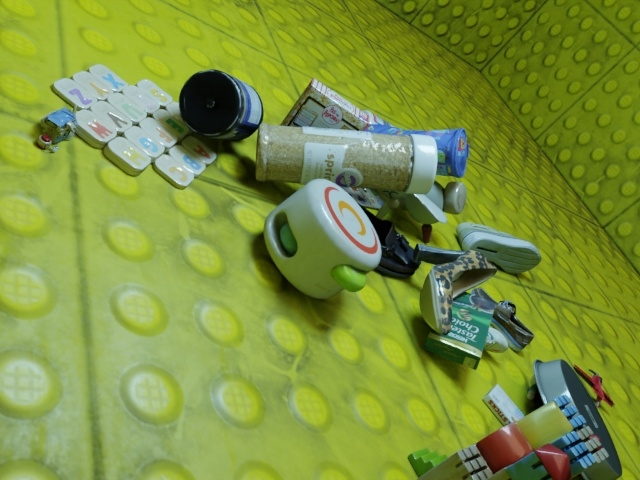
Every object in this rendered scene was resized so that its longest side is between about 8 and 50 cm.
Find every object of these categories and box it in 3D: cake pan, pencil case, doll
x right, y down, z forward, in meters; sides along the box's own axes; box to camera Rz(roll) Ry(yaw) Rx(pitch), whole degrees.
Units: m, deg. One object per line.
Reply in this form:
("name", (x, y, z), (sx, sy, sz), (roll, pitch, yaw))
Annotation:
("cake pan", (0.543, 0.376, 1.330), (0.293, 0.054, 0.293), (46, 26, -30))
("pencil case", (0.213, -0.226, 1.560), (0.306, 0.119, 0.133), (10, 25, 28))
("doll", (0.487, 0.367, 1.359), (0.129, 0.046, 0.189), (40, 29, -29))

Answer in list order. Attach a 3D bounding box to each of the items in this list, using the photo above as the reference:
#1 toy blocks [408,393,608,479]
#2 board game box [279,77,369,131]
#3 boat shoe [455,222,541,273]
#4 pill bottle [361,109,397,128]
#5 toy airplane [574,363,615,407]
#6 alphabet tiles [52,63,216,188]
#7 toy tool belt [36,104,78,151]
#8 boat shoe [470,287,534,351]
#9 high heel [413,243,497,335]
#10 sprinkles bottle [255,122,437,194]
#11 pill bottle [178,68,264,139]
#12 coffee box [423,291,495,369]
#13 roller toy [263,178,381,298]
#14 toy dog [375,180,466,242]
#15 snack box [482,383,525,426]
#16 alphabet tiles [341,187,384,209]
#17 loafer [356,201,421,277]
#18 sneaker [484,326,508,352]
("toy blocks", (0.289, 0.333, 0.931), (0.381, 0.261, 0.190), (5, 46, -49))
("board game box", (-0.010, -0.228, 1.365), (0.147, 0.193, 0.045), (32, 33, -16))
("boat shoe", (0.511, 0.012, 1.804), (0.302, 0.109, 0.094), (18, 36, -34))
("pill bottle", (0.167, -0.271, 1.744), (0.180, 0.108, 0.108), (24, 34, -31))
("toy airplane", (0.721, 0.383, 1.651), (0.151, 0.028, 0.151), (32, 31, -22))
("alphabet tiles", (-0.323, -0.213, 1.141), (0.278, 0.021, 0.284), (39, 28, -8))
("toy tool belt", (-0.398, -0.176, 0.963), (0.052, 0.051, 0.083), (36, 30, -14))
("boat shoe", (0.442, 0.178, 1.534), (0.183, 0.066, 0.066), (50, 29, 11))
("high heel", (0.295, 0.104, 1.289), (0.186, 0.093, 0.261), (11, 37, -9))
("sprinkles bottle", (0.049, -0.164, 1.278), (0.356, 0.121, 0.121), (4, 38, -5))
("pill bottle", (-0.181, -0.257, 1.237), (0.123, 0.123, 0.219), (44, 10, 2))
("coffee box", (0.288, 0.174, 1.297), (0.113, 0.040, 0.184), (22, 38, 13))
("roller toy", (0.000, 0.000, 1.132), (0.191, 0.146, 0.209), (49, 23, -11))
("toy dog", (0.220, -0.078, 1.514), (0.334, 0.220, 0.161), (6, 90, -40))
("snack box", (0.397, 0.373, 1.263), (0.178, 0.022, 0.064), (51, 29, 15))
("alphabet tiles", (0.049, -0.158, 1.549), (0.237, 0.009, 0.198), (6, 46, -48))
("loafer", (0.113, -0.012, 1.342), (0.303, 0.095, 0.109), (26, 33, -29))
("sneaker", (0.336, 0.213, 1.368), (0.161, 0.057, 0.075), (32, 32, -11))
